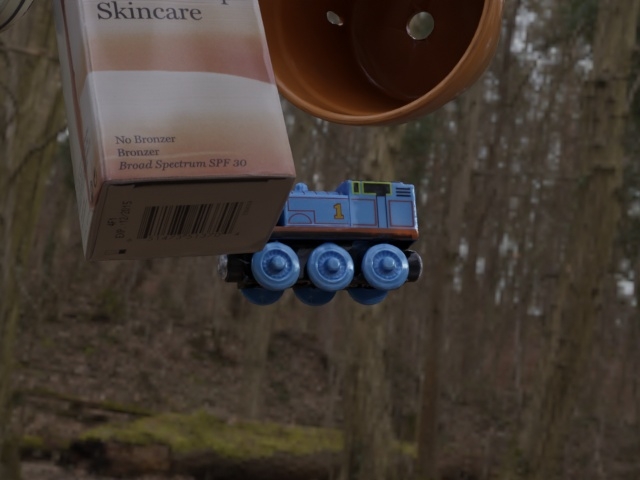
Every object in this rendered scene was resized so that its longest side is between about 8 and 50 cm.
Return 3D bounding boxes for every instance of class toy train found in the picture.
[{"bbox_3d":[0.000,0.000,1.041,0.184,0.105,0.080,1,-17,-16],"label":"toy train"}]

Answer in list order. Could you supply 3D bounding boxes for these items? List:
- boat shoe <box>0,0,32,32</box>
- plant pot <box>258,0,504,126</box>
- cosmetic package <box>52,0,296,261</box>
[{"bbox_3d":[-0.317,-0.463,1.435,0.186,0.500,0.156,8,-15,26],"label":"boat shoe"},{"bbox_3d":[0.088,-0.265,1.369,0.290,0.291,0.203,-1,-2,25],"label":"plant pot"},{"bbox_3d":[-0.127,-0.144,0.954,0.153,0.296,0.129,-4,-27,-20],"label":"cosmetic package"}]
